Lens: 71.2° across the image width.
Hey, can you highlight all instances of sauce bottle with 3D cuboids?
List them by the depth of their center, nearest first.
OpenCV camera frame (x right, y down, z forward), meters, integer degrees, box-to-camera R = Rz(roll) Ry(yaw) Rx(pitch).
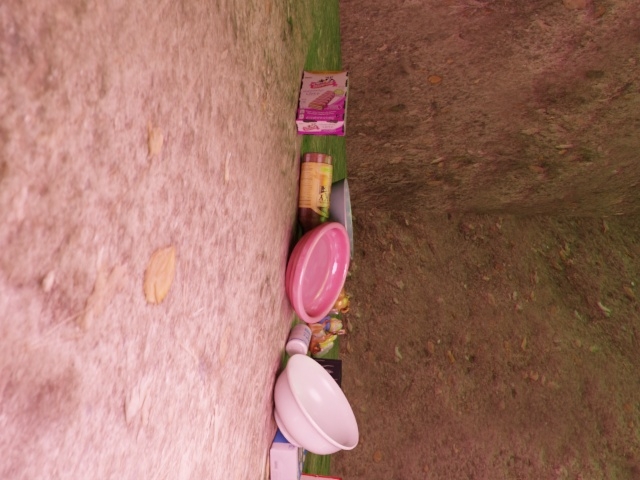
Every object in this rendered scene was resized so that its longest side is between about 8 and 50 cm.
[{"bbox_3d":[-0.021,-0.123,1.534,0.111,0.111,0.345,-20,115,-83],"label":"sauce bottle"}]

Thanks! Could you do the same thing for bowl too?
[{"bbox_3d":[-0.036,0.482,1.262,0.298,0.134,0.298,48,12,-13],"label":"bowl"},{"bbox_3d":[0.032,-0.077,1.703,0.311,0.162,0.312,-4,90,-83],"label":"bowl"}]

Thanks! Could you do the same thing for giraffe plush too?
[{"bbox_3d":[0.040,0.250,1.905,0.210,0.170,0.182,83,11,-52],"label":"giraffe plush"}]

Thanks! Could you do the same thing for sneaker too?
[{"bbox_3d":[0.006,0.425,2.027,0.091,0.126,0.240,-4,132,-51],"label":"sneaker"}]

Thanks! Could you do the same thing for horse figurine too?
[{"bbox_3d":[0.009,0.369,1.860,0.263,0.174,0.066,72,1,-46],"label":"horse figurine"}]

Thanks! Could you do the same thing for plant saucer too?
[{"bbox_3d":[-0.012,0.095,1.435,0.332,0.084,0.333,-40,138,-50],"label":"plant saucer"}]

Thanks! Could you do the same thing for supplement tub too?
[{"bbox_3d":[-0.070,0.324,1.436,0.107,0.070,0.071,-70,161,-68],"label":"supplement tub"}]

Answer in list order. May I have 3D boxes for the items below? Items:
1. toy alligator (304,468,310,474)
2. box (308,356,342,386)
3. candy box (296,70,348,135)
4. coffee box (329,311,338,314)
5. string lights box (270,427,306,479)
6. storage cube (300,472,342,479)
[{"bbox_3d":[-0.068,1.002,1.761,0.051,0.056,0.190,1,93,-41],"label":"toy alligator"},{"bbox_3d":[0.006,0.575,1.794,0.207,0.153,0.108,-69,160,-68],"label":"box"},{"bbox_3d":[0.010,-0.463,1.495,0.071,0.159,0.234,82,11,-60],"label":"candy box"},{"bbox_3d":[0.062,0.302,2.399,0.246,0.098,0.141,-8,100,-83],"label":"coffee box"},{"bbox_3d":[-0.087,0.614,1.344,0.260,0.076,0.134,-53,143,-79],"label":"string lights box"},{"bbox_3d":[-0.030,0.903,1.473,0.215,0.183,0.194,63,31,-78],"label":"storage cube"}]
